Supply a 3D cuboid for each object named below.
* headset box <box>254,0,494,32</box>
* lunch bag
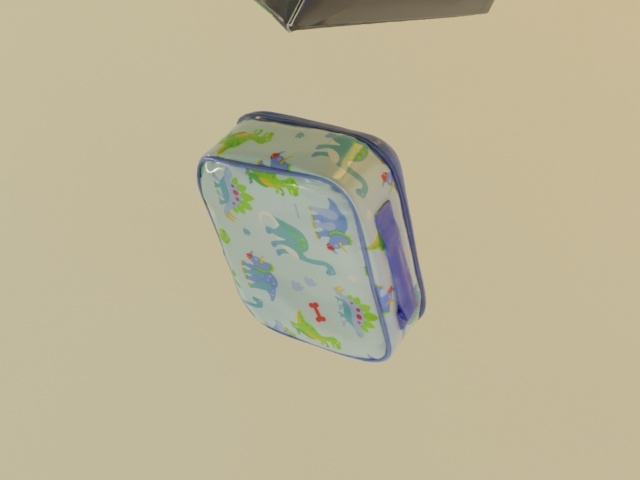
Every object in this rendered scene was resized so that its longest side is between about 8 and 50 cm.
[{"bbox_3d":[-0.005,-0.256,0.644,0.283,0.246,0.131,42,-58,18],"label":"headset box"},{"bbox_3d":[0.000,0.000,0.906,0.176,0.219,0.090,13,-133,34],"label":"lunch bag"}]
